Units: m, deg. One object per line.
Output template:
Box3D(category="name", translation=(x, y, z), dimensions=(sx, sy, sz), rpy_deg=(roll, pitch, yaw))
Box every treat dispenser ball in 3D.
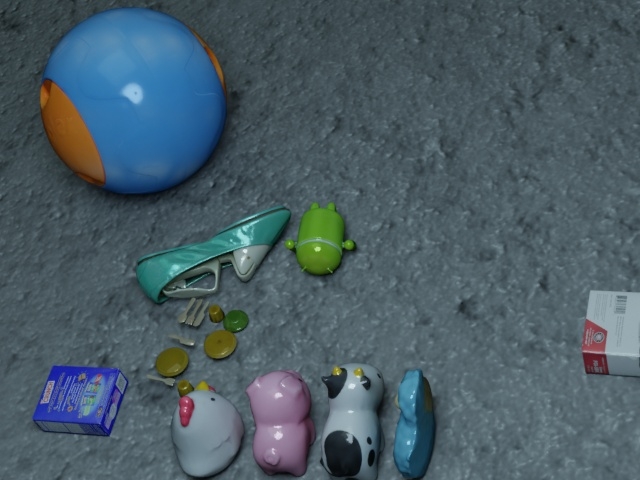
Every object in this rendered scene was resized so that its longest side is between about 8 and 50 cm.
Box3D(category="treat dispenser ball", translation=(-0.287, -0.214, 1.923), dimensions=(0.288, 0.288, 0.288), rpy_deg=(-9, 50, 11))

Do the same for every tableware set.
Box3D(category="tableware set", translation=(-0.170, 0.153, 1.763), dimensions=(0.104, 0.024, 0.154), rpy_deg=(13, 56, 23))

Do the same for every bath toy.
Box3D(category="bath toy", translation=(-0.035, 0.225, 1.590), dimensions=(0.348, 0.129, 0.151), rpy_deg=(-4, 51, 16))

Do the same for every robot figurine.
Box3D(category="robot figurine", translation=(0.000, 0.000, 1.802), dimensions=(0.101, 0.067, 0.115), rpy_deg=(1, 52, 8))

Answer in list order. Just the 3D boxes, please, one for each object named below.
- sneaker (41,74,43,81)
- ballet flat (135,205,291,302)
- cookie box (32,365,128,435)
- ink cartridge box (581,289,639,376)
Box3D(category="sneaker", translation=(-0.369, -0.312, 2.165), dimensions=(0.232, 0.090, 0.115), rpy_deg=(-2, 48, 15))
Box3D(category="ballet flat", translation=(-0.147, 0.031, 1.829), dimensions=(0.247, 0.083, 0.087), rpy_deg=(-21, 73, 0))
Box3D(category="cookie box", translation=(-0.336, 0.223, 1.744), dimensions=(0.107, 0.040, 0.092), rpy_deg=(1, 53, 18))
Box3D(category="ink cartridge box", translation=(0.407, 0.120, 1.580), dimensions=(0.135, 0.056, 0.099), rpy_deg=(3, 53, 20))
